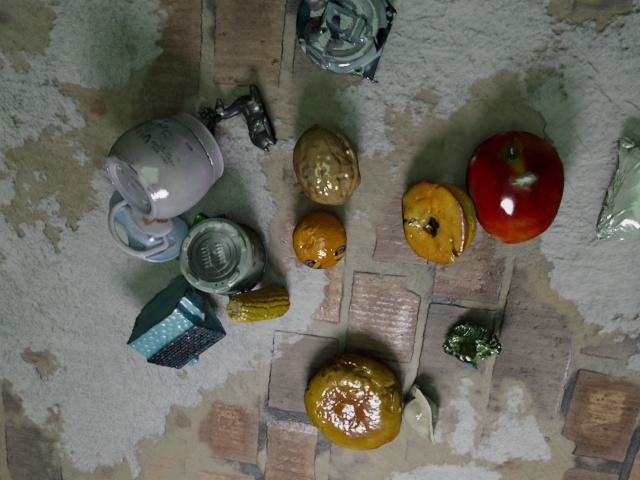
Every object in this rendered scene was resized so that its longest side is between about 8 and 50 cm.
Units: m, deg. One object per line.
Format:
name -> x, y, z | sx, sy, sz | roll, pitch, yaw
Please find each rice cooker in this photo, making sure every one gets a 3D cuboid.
rice cooker -> -0.296, 0.053, 1.633 | 0.242, 0.227, 0.280 | -18, 82, 6

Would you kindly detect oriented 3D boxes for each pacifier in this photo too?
pacifier -> -0.561, -0.042, 1.679 | 0.278, 0.228, 0.207 | 59, 148, 3

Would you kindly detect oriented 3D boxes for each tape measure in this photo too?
tape measure -> 0.069, -0.588, 1.454 | 0.275, 0.147, 0.256 | 20, 106, 0

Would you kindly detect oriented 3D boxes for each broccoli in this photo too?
broccoli -> 0.467, 0.334, 1.652 | 0.167, 0.160, 0.154 | 29, 125, 18

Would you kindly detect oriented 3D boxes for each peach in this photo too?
peach -> 0.557, -0.140, 1.513 | 0.281, 0.281, 0.338 | -19, 137, 11

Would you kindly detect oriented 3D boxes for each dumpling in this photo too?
dumpling -> 0.339, 0.575, 1.736 | 0.111, 0.155, 0.181 | -42, 87, -8

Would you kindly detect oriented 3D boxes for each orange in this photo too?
orange -> -0.001, 0.000, 1.613 | 0.178, 0.155, 0.177 | 23, 126, 36

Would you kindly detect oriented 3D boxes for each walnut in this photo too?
walnut -> 0.016, -0.217, 1.538 | 0.198, 0.198, 0.244 | -16, 95, 11

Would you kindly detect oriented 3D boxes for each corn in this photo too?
corn -> -0.181, 0.195, 1.616 | 0.106, 0.305, 0.106 | -1, 88, 20

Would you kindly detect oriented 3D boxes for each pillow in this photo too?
pillow -> 0.938, -0.125, 1.482 | 0.284, 0.138, 0.309 | 13, 105, 12

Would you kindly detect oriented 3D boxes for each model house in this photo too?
model house -> -0.438, 0.276, 1.741 | 0.261, 0.225, 0.241 | -35, 113, 18

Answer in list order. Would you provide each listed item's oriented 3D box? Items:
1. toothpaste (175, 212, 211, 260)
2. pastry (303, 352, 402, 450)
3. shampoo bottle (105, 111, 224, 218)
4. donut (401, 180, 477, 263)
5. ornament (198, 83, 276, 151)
toothpaste -> -0.414, -0.004, 1.729 | 0.043, 0.037, 0.178 | 30, 106, 2
pastry -> 0.114, 0.535, 1.748 | 0.357, 0.164, 0.355 | 2, 108, 5
shampoo bottle -> -0.441, -0.215, 1.524 | 0.273, 0.266, 0.272 | 29, 144, 24
donut -> 0.338, -0.055, 1.532 | 0.254, 0.118, 0.253 | 34, 139, 36
ornament -> -0.267, -0.337, 1.601 | 0.236, 0.080, 0.202 | -17, 100, 9
